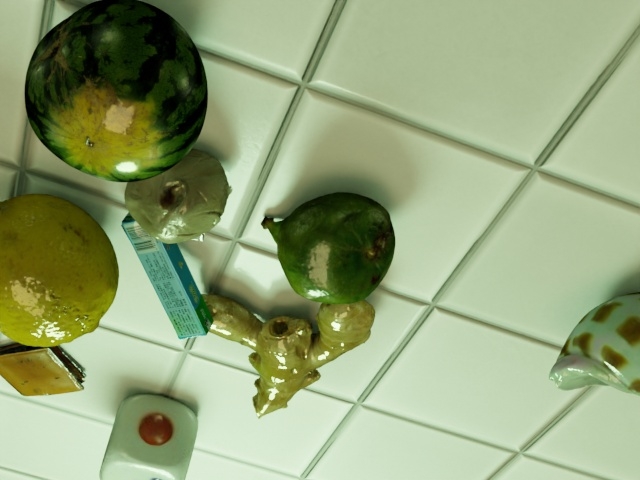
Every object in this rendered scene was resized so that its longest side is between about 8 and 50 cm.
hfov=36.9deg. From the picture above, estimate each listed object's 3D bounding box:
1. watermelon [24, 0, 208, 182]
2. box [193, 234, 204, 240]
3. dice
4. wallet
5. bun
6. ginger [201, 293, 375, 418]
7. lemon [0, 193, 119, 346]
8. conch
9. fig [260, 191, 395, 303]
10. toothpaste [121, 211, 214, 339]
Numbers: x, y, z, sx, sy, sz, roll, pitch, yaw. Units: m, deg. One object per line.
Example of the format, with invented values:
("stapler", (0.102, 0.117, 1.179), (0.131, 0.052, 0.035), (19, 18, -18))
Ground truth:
("watermelon", (-0.288, -0.215, 1.386), (0.269, 0.269, 0.269), (5, 138, 5))
("box", (-0.231, -0.050, 1.712), (0.051, 0.036, 0.117), (8, 138, 4))
("dice", (-0.394, 0.479, 2.214), (0.193, 0.194, 0.192), (16, 139, -10))
("wallet", (-0.642, 0.287, 2.165), (0.195, 0.042, 0.161), (-12, 129, 26))
("bun", (-0.239, -0.075, 1.600), (0.166, 0.113, 0.173), (41, 100, -6))
("ginger", (-0.043, 0.217, 1.933), (0.363, 0.122, 0.348), (-9, 137, 12))
("lemon", (-0.499, 0.048, 1.710), (0.258, 0.258, 0.310), (-14, 130, 24))
("conch", (0.603, 0.191, 1.711), (0.368, 0.197, 0.249), (8, 175, -5))
("fig", (0.000, 0.000, 1.665), (0.235, 0.203, 0.203), (26, 159, 49))
("toothpaste", (-0.282, 0.062, 1.782), (0.065, 0.050, 0.266), (-12, 117, 20))
